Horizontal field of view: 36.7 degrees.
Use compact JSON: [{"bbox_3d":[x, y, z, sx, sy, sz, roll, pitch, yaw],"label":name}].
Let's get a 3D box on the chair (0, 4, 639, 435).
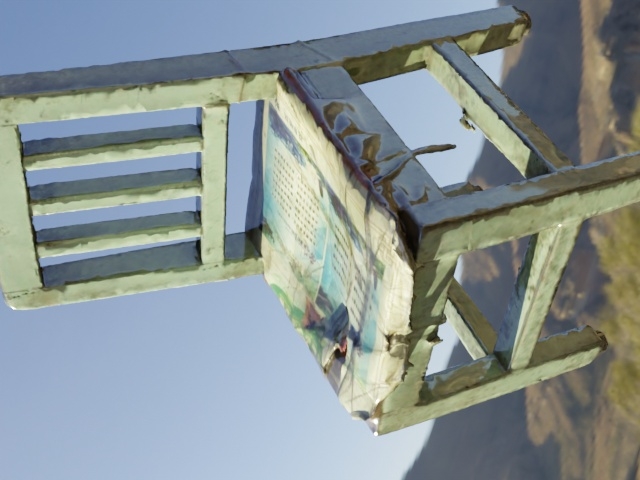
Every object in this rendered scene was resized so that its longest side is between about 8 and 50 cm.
[{"bbox_3d":[0.000,0.000,0.432,0.270,0.147,0.136,-13,-43,-21],"label":"chair"}]
